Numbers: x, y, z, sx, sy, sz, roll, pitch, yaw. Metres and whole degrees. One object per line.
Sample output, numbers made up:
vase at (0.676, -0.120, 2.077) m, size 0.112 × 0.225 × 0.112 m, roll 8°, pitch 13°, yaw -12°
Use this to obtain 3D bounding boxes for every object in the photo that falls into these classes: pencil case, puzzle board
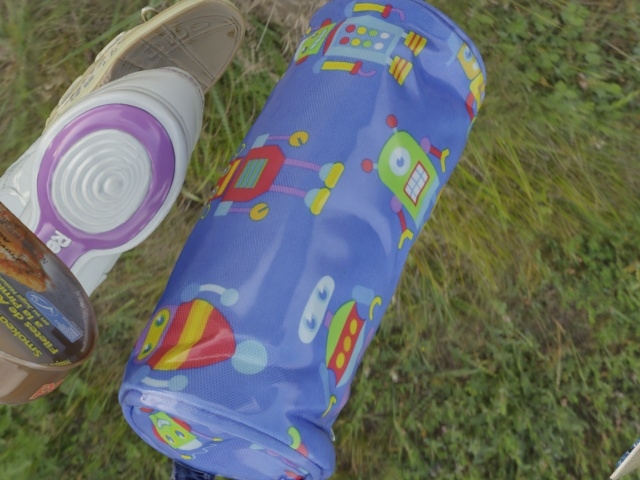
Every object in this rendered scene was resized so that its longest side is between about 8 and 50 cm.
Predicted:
pencil case at (0.000, 0.000, 0.569) m, size 0.119 × 0.306 × 0.133 m, roll -11°, pitch 137°, yaw 48°
puzzle board at (0.332, 0.171, 0.934) m, size 0.011 × 0.096 × 0.128 m, roll 47°, pitch 126°, yaw 29°

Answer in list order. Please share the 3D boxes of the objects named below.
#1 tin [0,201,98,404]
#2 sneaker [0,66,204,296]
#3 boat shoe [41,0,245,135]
tin at (-0.188, 0.000, 0.467) m, size 0.189 × 0.106 × 0.040 m, roll 45°, pitch 102°, yaw -1°
sneaker at (-0.184, -0.007, 0.707) m, size 0.305 × 0.152 × 0.114 m, roll -38°, pitch 107°, yaw 25°
boat shoe at (-0.205, -0.179, 1.072) m, size 0.285 × 0.089 × 0.104 m, roll -34°, pitch 133°, yaw 17°
